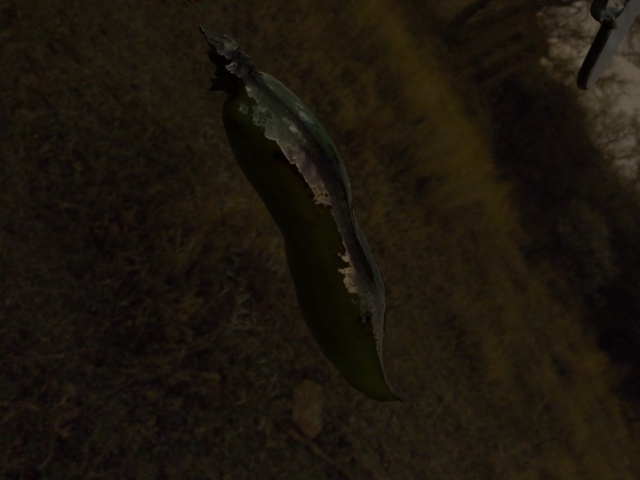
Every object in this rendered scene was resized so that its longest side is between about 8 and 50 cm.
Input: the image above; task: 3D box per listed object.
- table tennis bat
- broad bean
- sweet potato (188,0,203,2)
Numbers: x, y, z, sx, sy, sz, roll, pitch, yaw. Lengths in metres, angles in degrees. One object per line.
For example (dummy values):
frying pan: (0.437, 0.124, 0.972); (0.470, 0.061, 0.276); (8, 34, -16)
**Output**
table tennis bat: (0.296, -0.221, 0.722); (0.027, 0.150, 0.236); (32, 21, 18)
broad bean: (0.000, 0.000, 0.522); (0.061, 0.077, 0.338); (-44, 123, -40)
sweet potato: (-0.103, -0.331, 0.610); (0.077, 0.077, 0.243); (-36, 124, -71)
